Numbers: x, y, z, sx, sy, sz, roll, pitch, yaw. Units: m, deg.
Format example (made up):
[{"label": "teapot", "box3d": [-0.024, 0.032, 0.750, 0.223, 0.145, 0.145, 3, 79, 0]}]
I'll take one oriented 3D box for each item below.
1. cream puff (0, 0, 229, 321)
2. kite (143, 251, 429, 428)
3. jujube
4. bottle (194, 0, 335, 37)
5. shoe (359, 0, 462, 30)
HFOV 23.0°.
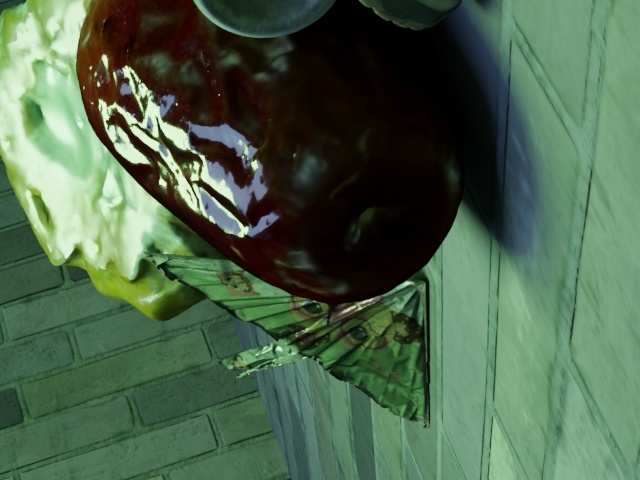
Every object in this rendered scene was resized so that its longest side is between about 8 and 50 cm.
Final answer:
[{"label": "cream puff", "box3d": [-0.130, -0.132, 1.443, 0.378, 0.275, 0.378, 17, 114, 44]}, {"label": "kite", "box3d": [-0.001, 0.073, 1.330, 0.268, 0.323, 0.013, -31, 35, 47]}, {"label": "jujube", "box3d": [-0.034, -0.092, 1.037, 0.318, 0.223, 0.223, 52, 159, 47]}, {"label": "bottle", "box3d": [-0.049, -0.264, 0.997, 0.093, 0.093, 0.330, 81, 180, -46]}, {"label": "shoe", "box3d": [0.031, -0.195, 0.830, 0.180, 0.092, 0.089, 39, -146, -32]}]
